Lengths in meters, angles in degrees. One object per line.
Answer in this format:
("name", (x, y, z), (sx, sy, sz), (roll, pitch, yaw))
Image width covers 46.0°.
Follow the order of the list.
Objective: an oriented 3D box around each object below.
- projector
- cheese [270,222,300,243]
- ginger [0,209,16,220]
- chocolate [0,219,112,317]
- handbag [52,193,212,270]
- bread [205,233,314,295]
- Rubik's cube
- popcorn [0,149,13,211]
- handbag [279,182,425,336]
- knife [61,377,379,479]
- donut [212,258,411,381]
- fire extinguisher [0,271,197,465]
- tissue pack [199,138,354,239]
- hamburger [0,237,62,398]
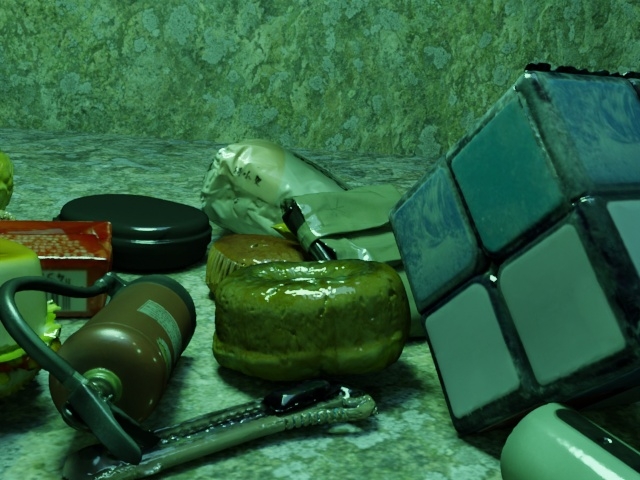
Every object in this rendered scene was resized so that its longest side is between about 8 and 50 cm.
("projector", (0.288, 0.254, 0.609), (0.108, 0.108, 0.337), (-2, 17, -25))
("cheese", (0.000, 0.000, 1.353), (0.171, 0.126, 0.093), (12, 6, -40))
("ginger", (-0.521, -0.007, 1.336), (0.096, 0.067, 0.165), (12, -13, 5))
("chocolate", (-0.447, 0.038, 1.178), (0.237, 0.108, 0.235), (-1, 16, -16))
("handbag", (-0.360, -0.017, 1.445), (0.308, 0.093, 0.254), (13, 18, 28))
("bread", (-0.094, 0.049, 1.259), (0.199, 0.104, 0.199), (7, 13, -2))
("Rubik's cube", (0.309, 0.021, 0.880), (0.316, 0.318, 0.313), (-2, -26, -28))
("popcorn", (-0.736, -0.115, 1.485), (0.249, 0.225, 0.249), (4, -14, 1))
("handbag", (0.097, 0.032, 1.227), (0.253, 0.109, 0.316), (-8, 53, -36))
("knife", (-0.093, 0.199, 0.810), (0.365, 0.043, 0.089), (-7, 10, -34))
("donut", (-0.013, 0.100, 0.987), (0.261, 0.128, 0.208), (-4, 11, 2))
("fire extinguisher", (-0.243, 0.114, 0.828), (0.200, 0.113, 0.376), (23, 7, -7))
("tissue pack", (-0.060, -0.080, 1.619), (0.376, 0.195, 0.390), (26, 13, -7))
("hamburger", (-0.443, 0.092, 0.841), (0.276, 0.179, 0.294), (-6, 15, -44))
